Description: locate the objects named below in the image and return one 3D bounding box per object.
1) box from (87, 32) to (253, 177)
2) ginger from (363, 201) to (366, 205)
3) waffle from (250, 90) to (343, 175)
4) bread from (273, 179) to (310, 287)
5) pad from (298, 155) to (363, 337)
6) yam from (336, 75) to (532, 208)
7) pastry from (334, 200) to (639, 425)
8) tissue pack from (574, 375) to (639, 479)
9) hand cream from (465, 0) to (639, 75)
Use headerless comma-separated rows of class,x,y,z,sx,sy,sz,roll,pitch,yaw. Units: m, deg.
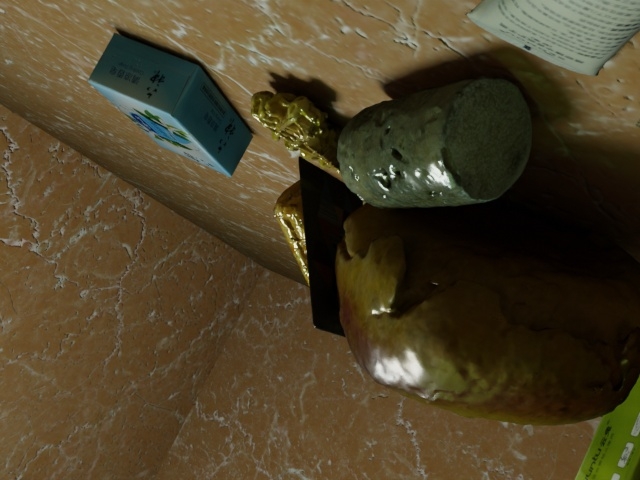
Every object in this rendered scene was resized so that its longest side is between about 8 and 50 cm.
box,-0.205,-0.186,1.011,0.142,0.083,0.232,24,170,18
ginger,0.124,0.012,1.000,0.133,0.059,0.214,21,-145,-34
waffle,0.004,-0.121,0.842,0.149,0.051,0.194,24,173,39
bread,0.000,0.000,1.176,0.083,0.114,0.211,1,125,42
pad,0.024,0.015,0.837,0.003,0.212,0.143,-20,153,31
yam,0.098,-0.080,0.615,0.107,0.107,0.194,30,171,-20
pastry,0.175,0.054,0.734,0.355,0.164,0.356,5,-159,-2
tissue pack,0.465,0.248,0.863,0.200,0.275,0.167,26,173,5
hand cream,0.138,-0.134,0.332,0.095,0.059,0.276,26,177,0
